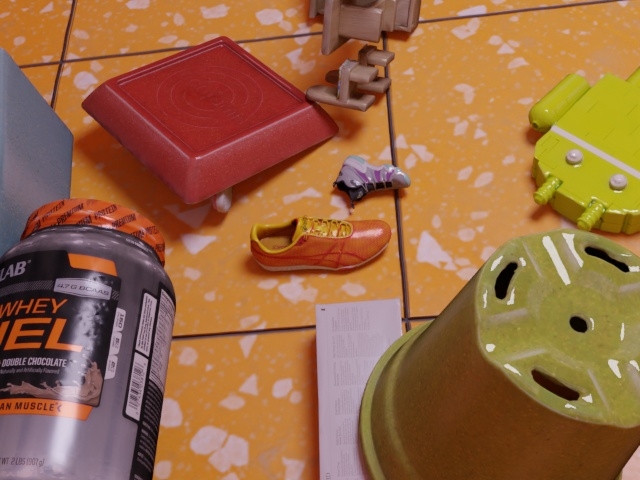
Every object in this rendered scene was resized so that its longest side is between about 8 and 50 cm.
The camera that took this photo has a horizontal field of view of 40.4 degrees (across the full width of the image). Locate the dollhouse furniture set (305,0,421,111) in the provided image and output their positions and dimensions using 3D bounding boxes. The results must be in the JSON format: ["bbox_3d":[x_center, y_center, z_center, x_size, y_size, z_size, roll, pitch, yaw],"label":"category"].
[{"bbox_3d":[0.031,-0.326,1.189,0.161,0.212,0.242,15,31,16],"label":"dollhouse furniture set"}]

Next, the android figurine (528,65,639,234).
[{"bbox_3d":[0.377,-0.115,1.085,0.273,0.056,0.248,-41,60,-20],"label":"android figurine"}]

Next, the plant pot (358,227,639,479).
[{"bbox_3d":[0.193,0.130,0.790,0.276,0.254,0.276,5,56,-7],"label":"plant pot"}]

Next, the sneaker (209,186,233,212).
[{"bbox_3d":[-0.153,-0.086,1.151,0.070,0.051,0.134,-6,49,1],"label":"sneaker"}]

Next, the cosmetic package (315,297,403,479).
[{"bbox_3d":[0.047,0.182,0.933,0.098,0.060,0.239,-3,56,2],"label":"cosmetic package"}]

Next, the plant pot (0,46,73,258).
[{"bbox_3d":[-0.453,-0.048,1.066,0.247,0.247,0.252,-11,69,1],"label":"plant pot"}]

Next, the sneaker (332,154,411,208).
[{"bbox_3d":[0.062,-0.067,1.115,0.098,0.038,0.069,16,62,30],"label":"sneaker"}]

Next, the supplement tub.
[{"bbox_3d":[-0.267,0.137,0.925,0.207,0.207,0.338,-3,56,7],"label":"supplement tub"}]

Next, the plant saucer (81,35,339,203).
[{"bbox_3d":[-0.148,-0.183,1.175,0.259,0.048,0.258,-29,55,-32],"label":"plant saucer"}]

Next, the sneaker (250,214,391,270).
[{"bbox_3d":[0.000,0.000,1.060,0.175,0.067,0.064,-9,54,1],"label":"sneaker"}]
